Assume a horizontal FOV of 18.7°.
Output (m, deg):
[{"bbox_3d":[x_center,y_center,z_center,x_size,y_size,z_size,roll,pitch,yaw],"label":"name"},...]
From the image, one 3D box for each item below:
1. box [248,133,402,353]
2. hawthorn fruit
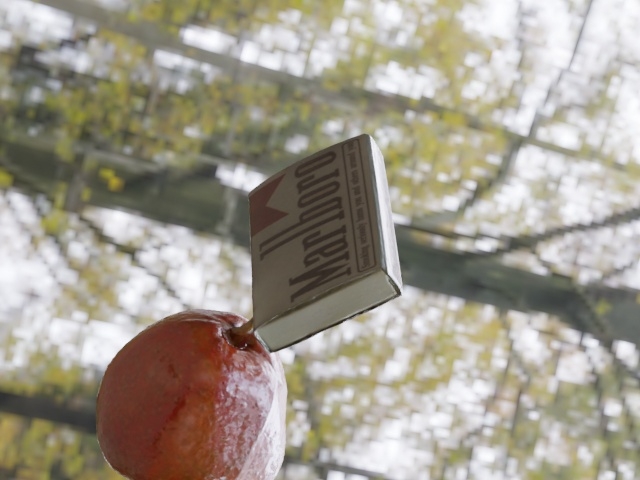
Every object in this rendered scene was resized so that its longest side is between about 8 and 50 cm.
[{"bbox_3d":[0.000,0.000,1.474,0.115,0.036,0.177,-27,-146,15],"label":"box"},{"bbox_3d":[-0.110,0.148,1.869,0.225,0.197,0.196,-58,-147,25],"label":"hawthorn fruit"}]
